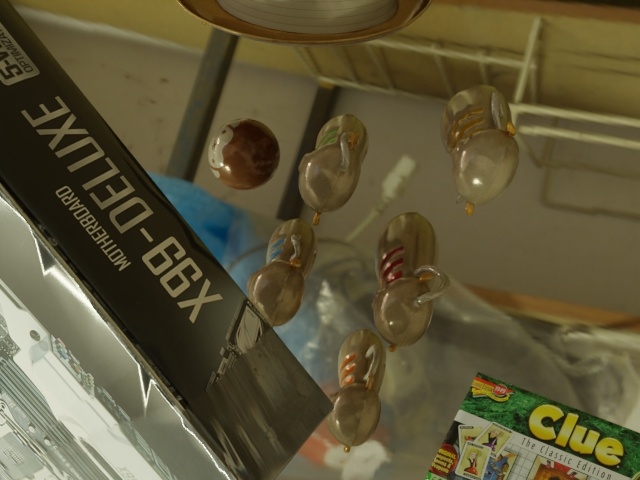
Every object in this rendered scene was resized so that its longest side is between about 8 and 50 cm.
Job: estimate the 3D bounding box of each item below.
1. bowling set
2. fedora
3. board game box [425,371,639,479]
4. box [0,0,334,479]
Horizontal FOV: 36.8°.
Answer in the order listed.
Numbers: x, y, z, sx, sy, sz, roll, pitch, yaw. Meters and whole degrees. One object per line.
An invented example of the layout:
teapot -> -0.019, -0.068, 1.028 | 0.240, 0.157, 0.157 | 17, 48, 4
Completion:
bowling set -> 0.000, 0.000, 0.678 | 0.199, 0.287, 0.154 | 19, -157, -2
fedora -> -0.012, -0.207, 0.683 | 0.194, 0.194, 0.079 | 15, 130, 16
board game box -> 0.249, 0.238, 0.978 | 0.259, 0.136, 0.030 | 18, 155, 31
box -> -0.179, 0.066, 0.482 | 0.307, 0.076, 0.242 | -36, 93, 37
